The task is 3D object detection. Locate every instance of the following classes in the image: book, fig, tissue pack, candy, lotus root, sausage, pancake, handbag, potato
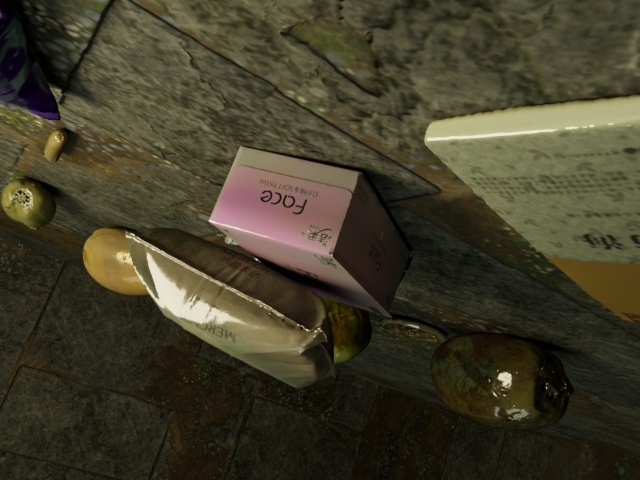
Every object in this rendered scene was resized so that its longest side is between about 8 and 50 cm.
[{"bbox_3d":[0.290,0.005,0.490,0.389,0.032,0.269,31,163,-37],"label":"book"},{"bbox_3d":[-0.007,0.129,1.134,0.167,0.167,0.233,26,-171,-24],"label":"fig"},{"bbox_3d":[0.000,0.000,0.726,0.149,0.092,0.246,15,166,25],"label":"tissue pack"},{"bbox_3d":[-0.302,-0.171,0.534,0.145,0.070,0.275,28,169,-9],"label":"candy"},{"bbox_3d":[-0.553,-0.068,1.228,0.090,0.077,0.183,28,162,-6],"label":"lotus root"},{"bbox_3d":[-0.355,-0.126,0.860,0.024,0.024,0.132,25,165,-22],"label":"sausage"},{"bbox_3d":[0.191,0.182,1.300,0.140,0.022,0.139,17,166,5],"label":"pancake"},{"bbox_3d":[-0.090,0.078,0.734,0.270,0.117,0.182,24,157,22],"label":"handbag"},{"bbox_3d":[0.296,0.243,1.121,0.152,0.160,0.275,14,169,-22],"label":"lotus root"},{"bbox_3d":[-0.388,0.049,1.359,0.234,0.146,0.150,15,-165,15],"label":"potato"}]

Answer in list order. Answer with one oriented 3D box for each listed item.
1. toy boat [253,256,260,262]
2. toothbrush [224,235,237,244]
[{"bbox_3d":[-0.116,0.087,1.111,0.066,0.140,0.059,8,171,-24],"label":"toy boat"},{"bbox_3d":[-0.102,-0.015,0.951,0.027,0.021,0.269,11,170,-21],"label":"toothbrush"}]
